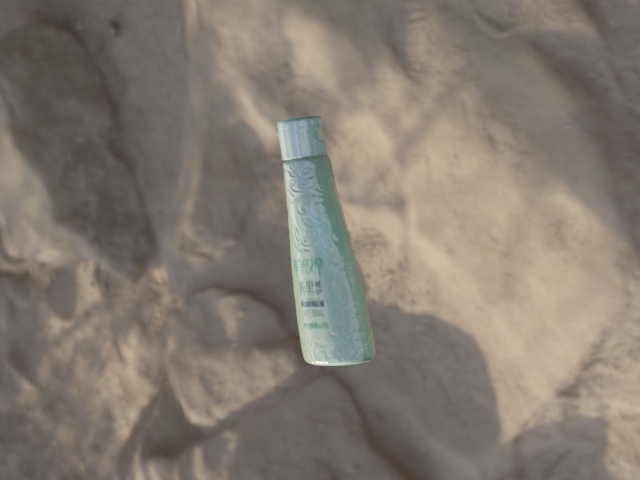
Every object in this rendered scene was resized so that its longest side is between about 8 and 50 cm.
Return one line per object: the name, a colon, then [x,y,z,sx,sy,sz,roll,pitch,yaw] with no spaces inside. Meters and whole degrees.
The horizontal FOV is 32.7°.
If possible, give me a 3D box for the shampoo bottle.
shampoo bottle: [0.000,0.000,0.843,0.069,0.041,0.191,-4,97,51]
